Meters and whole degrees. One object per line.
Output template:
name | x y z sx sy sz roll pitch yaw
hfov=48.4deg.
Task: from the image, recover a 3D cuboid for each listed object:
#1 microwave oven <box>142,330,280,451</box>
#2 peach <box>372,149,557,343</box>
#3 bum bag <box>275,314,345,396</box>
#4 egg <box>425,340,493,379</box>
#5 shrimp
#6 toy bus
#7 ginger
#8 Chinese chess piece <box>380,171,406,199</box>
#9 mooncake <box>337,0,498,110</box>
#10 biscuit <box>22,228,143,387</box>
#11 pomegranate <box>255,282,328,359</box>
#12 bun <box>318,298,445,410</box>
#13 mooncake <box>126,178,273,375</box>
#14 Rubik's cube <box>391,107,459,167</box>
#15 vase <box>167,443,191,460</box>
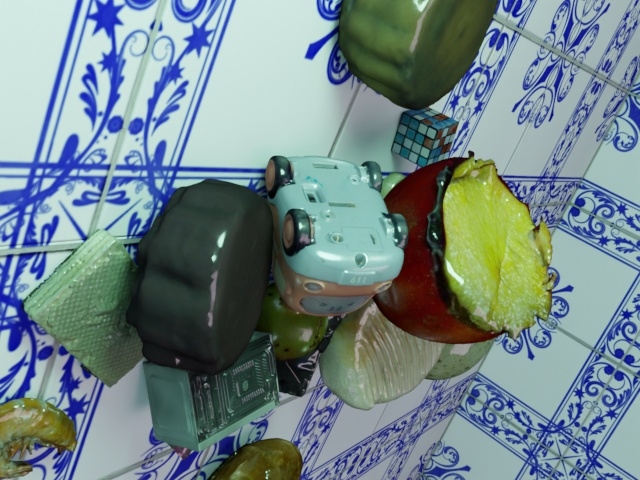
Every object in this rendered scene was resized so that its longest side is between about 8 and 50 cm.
microwave oven | -0.182 0.249 1.239 0.208 0.122 0.163 -19 106 -51
peach | 0.261 0.032 1.356 0.353 0.339 0.416 -46 -172 8
bum bag | -0.032 0.181 1.484 0.310 0.137 0.074 -62 -166 7
egg | 0.336 0.206 1.926 0.379 0.287 0.288 -53 155 -34
shrimp | -0.425 0.286 1.024 0.132 0.051 0.187 -42 144 -4
toy bus | 0.000 0.000 1.172 0.194 0.288 0.232 3 134 -24
ginger | -0.177 0.562 1.596 0.321 0.165 0.172 -39 141 -22
Chinese chess piece | 0.160 -0.110 1.572 0.084 0.034 0.084 -37 145 -32
mooncake | 0.159 -0.364 1.159 0.290 0.161 0.290 -42 151 -30
biscuit | -0.304 0.108 1.018 0.150 0.052 0.252 -47 152 -20
pomegranate | -0.060 0.137 1.340 0.159 0.159 0.205 -36 158 -35
bun | 0.134 0.200 1.660 0.365 0.219 0.366 -16 119 -33
mooncake | -0.167 0.050 1.035 0.283 0.141 0.283 13 90 -79
Rubik's cube | 0.218 -0.217 1.489 0.092 0.092 0.092 -25 140 -46
vase | -0.207 0.330 1.391 0.214 0.086 0.086 -44 151 -15
